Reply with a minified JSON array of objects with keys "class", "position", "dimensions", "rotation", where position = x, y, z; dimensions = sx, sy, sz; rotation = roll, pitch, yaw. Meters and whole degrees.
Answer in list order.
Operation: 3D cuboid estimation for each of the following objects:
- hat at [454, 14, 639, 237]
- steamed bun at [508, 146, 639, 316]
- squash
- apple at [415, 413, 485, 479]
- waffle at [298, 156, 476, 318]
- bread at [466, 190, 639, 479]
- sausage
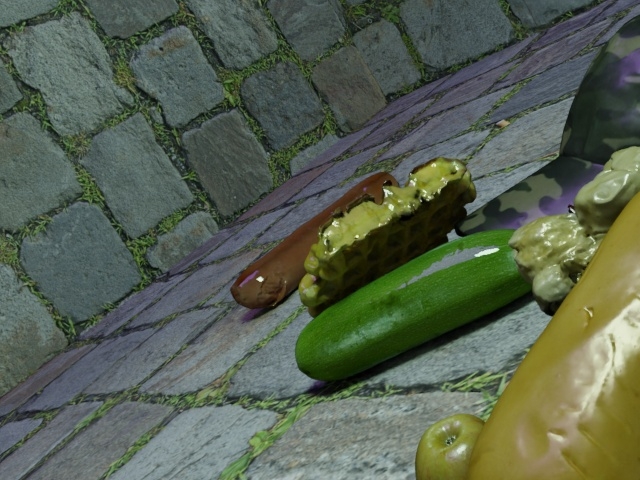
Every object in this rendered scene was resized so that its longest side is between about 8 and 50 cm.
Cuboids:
[{"class":"hat","position":[0.343,-0.142,1.092],"dimensions":[0.382,0.257,0.366],"rotation":[-15,9,-6]},{"class":"steamed bun","position":[0.277,-0.010,0.781],"dimensions":[0.177,0.106,0.192],"rotation":[-40,-30,27]},{"class":"squash","position":[0.126,0.070,1.002],"dimensions":[0.379,0.101,0.101],"rotation":[-27,13,21]},{"class":"apple","position":[0.111,0.178,0.655],"dimensions":[0.084,0.071,0.084],"rotation":[-31,12,8]},{"class":"waffle","position":[0.090,-0.002,1.119],"dimensions":[0.283,0.065,0.309],"rotation":[-54,-25,14]},{"class":"bread","position":[0.215,0.074,0.581],"dimensions":[0.142,0.091,0.305],"rotation":[16,64,51]},{"class":"sausage","position":[0.000,0.000,1.634],"dimensions":[0.419,0.094,0.094],"rotation":[-38,-17,-26]}]
